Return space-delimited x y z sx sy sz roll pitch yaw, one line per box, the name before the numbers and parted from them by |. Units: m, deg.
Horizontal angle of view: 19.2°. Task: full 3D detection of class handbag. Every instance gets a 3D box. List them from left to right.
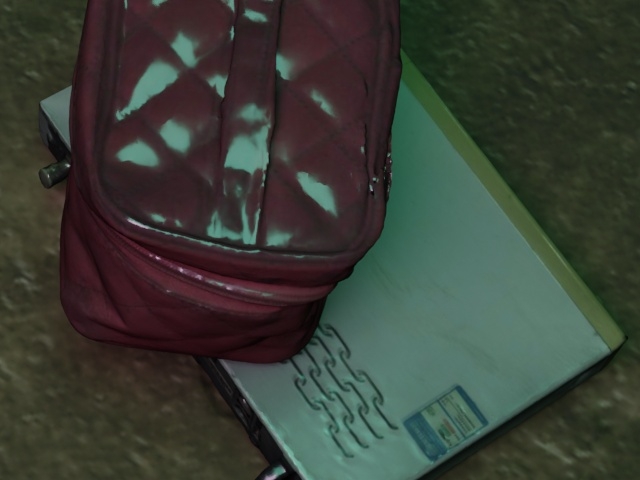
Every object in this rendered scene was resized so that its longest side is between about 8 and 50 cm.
handbag | -0.044 -0.061 0.890 0.146 0.135 0.225 10 62 -9

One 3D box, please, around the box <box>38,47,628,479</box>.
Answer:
box | 0.000 0.000 0.967 0.211 0.045 0.270 -32 73 -21
